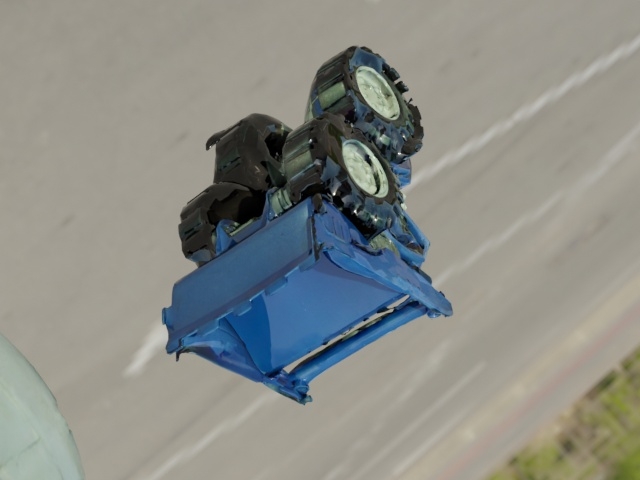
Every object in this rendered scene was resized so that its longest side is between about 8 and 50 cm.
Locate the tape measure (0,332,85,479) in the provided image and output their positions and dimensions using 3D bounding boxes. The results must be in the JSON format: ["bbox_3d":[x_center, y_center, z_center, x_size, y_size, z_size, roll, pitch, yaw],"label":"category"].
[{"bbox_3d":[-0.171,0.006,0.519,0.164,0.330,0.084,-14,-163,13],"label":"tape measure"}]

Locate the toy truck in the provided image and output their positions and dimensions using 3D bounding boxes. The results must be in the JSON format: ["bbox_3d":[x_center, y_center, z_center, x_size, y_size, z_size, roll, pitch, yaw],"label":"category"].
[{"bbox_3d":[0.000,0.000,1.004,0.113,0.126,0.208,-32,-159,30],"label":"toy truck"}]
